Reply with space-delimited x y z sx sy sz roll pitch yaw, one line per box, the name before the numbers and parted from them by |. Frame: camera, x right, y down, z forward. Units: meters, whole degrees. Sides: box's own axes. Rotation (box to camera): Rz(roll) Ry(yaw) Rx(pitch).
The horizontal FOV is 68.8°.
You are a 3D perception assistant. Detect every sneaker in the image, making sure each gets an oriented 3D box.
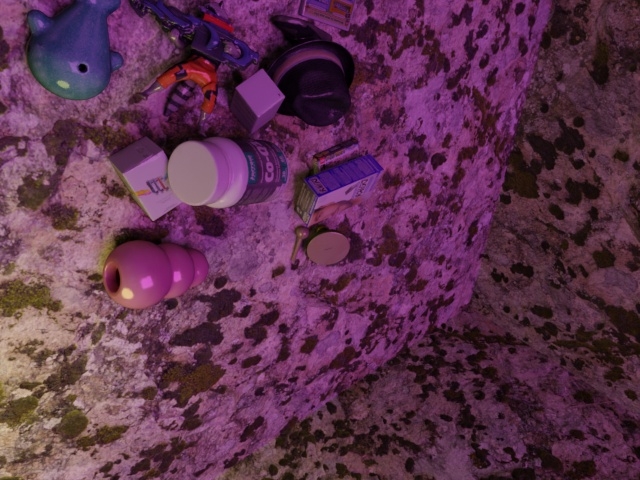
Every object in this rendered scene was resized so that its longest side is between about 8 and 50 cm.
sneaker | -0.063 -0.614 1.460 0.227 0.087 0.131 3 108 -52

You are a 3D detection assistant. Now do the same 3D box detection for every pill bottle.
pill bottle | -0.260 -0.201 1.381 0.361 0.204 0.204 -20 134 -63

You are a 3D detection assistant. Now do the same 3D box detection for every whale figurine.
whale figurine | -0.541 -0.451 1.059 0.216 0.141 0.272 21 101 -49

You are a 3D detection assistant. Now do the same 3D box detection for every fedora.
fedora | -0.013 -0.467 1.483 0.333 0.153 0.334 -23 156 -11

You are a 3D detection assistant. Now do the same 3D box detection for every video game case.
video game case | 0.038 -0.793 1.485 0.212 0.023 0.194 -6 121 -43

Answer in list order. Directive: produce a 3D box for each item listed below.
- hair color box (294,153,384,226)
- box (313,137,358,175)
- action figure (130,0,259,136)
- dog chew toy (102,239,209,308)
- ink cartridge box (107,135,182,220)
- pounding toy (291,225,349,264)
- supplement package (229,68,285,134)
hair color box | 0.073 -0.199 1.829 0.338 0.110 0.185 -24 156 -29
box | 0.064 -0.314 1.838 0.206 0.036 0.114 -28 134 -28
action figure | -0.360 -0.497 1.241 0.341 0.178 0.331 29 89 -23
dog chew toy | -0.494 0.097 1.461 0.331 0.206 0.207 -5 121 -52
ink cartridge box | -0.484 -0.176 1.319 0.127 0.128 0.176 -37 136 -20
pounding toy | 0.000 0.000 1.969 0.236 0.110 0.183 5 129 -15
supplement package | -0.192 -0.408 1.391 0.105 0.179 0.105 -41 98 -15
